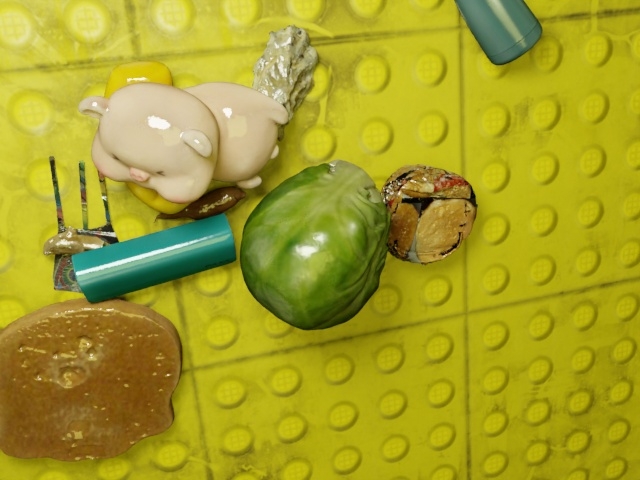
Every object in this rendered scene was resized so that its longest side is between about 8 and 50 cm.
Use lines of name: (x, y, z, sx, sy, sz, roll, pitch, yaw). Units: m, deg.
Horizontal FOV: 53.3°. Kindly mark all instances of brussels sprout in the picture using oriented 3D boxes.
brussels sprout: (-0.003, 0.001, 1.249, 0.354, 0.282, 0.289, -56, 150, -24)

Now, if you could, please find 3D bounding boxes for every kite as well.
kite: (-0.465, -0.028, 1.256, 0.152, 0.015, 0.285, -7, 108, -14)

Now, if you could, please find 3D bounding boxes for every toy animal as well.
toy animal: (-0.248, -0.156, 1.138, 0.345, 0.247, 0.277, 13, 107, -9)

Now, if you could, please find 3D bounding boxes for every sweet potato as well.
sweet potato: (-0.244, -0.067, 1.289, 0.195, 0.056, 0.056, -15, 110, -5)

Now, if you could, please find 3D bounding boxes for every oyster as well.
oyster: (-0.073, -0.316, 1.249, 0.133, 0.072, 0.209, 32, 94, -25)

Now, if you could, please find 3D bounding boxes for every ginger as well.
ginger: (-0.464, 0.012, 1.242, 0.137, 0.044, 0.057, 11, 125, -15)

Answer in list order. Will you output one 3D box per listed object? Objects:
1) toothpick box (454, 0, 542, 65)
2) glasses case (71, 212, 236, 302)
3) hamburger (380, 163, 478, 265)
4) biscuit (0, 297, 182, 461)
toothpick box: (0.355, -0.462, 1.298, 0.120, 0.120, 0.184, -43, 109, 0)
glasses case: (-0.319, 0.042, 1.259, 0.301, 0.070, 0.117, -18, 146, -13)
hamburger: (0.228, -0.056, 1.395, 0.231, 0.107, 0.230, -6, 111, -17)
biscuit: (-0.482, 0.289, 1.323, 0.385, 0.062, 0.364, -2, 108, -15)
